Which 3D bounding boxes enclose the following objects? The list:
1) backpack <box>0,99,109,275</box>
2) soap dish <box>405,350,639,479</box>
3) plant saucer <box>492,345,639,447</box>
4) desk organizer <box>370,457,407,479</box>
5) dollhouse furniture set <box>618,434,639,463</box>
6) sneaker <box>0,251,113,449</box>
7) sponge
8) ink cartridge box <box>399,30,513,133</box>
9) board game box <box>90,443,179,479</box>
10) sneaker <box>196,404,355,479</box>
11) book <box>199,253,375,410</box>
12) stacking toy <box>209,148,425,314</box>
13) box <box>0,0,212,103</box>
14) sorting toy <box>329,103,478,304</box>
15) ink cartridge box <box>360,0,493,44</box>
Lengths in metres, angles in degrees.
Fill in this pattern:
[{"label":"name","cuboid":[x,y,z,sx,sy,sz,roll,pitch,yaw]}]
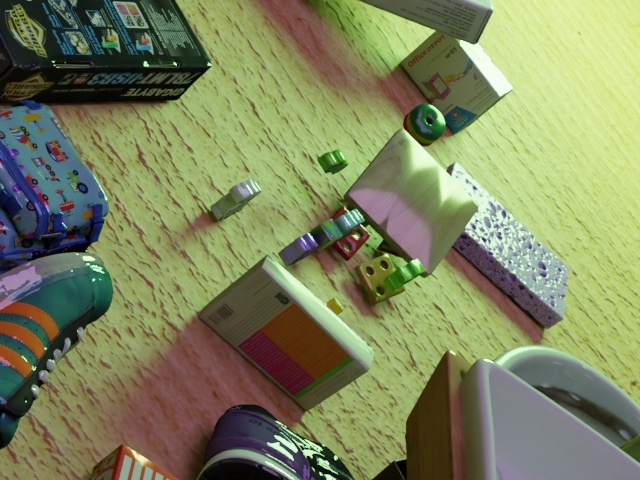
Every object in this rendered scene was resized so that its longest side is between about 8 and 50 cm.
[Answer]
[{"label":"backpack","cuboid":[-0.287,-0.031,1.420,0.173,0.117,0.158,-13,67,-53]},{"label":"soap dish","cuboid":[0.196,0.262,1.524,0.291,0.118,0.229,36,35,-29]},{"label":"plant saucer","cuboid":[0.278,0.305,1.799,0.400,0.100,0.400,32,36,-27]},{"label":"desk organizer","cuboid":[0.098,0.273,1.619,0.047,0.050,0.130,-5,58,-45]},{"label":"dollhouse furniture set","cuboid":[0.440,0.298,1.727,0.151,0.197,0.301,-15,70,-54]},{"label":"sneaker","cuboid":[-0.260,0.104,1.332,0.302,0.108,0.121,-26,79,-50]},{"label":"sponge","cuboid":[0.222,0.006,2.104,0.210,0.031,0.117,42,32,-15]},{"label":"ink cartridge box","cuboid":[0.176,-0.215,2.221,0.122,0.088,0.052,53,34,4]},{"label":"board game box","cuboid":[-0.131,0.278,1.362,0.146,0.045,0.193,36,34,-23]},{"label":"sneaker","cuboid":[0.020,0.246,1.536,0.283,0.107,0.124,40,27,-16]},{"label":"book","cuboid":[-0.033,0.092,1.632,0.144,0.096,0.035,43,33,-14]},{"label":"stacking toy","cuboid":[0.000,0.000,1.795,0.221,0.052,0.167,-24,78,-51]},{"label":"box","cuboid":[-0.283,-0.275,1.718,0.293,0.073,0.295,-10,65,-54]},{"label":"sorting toy","cuboid":[0.092,-0.032,1.943,0.132,0.046,0.274,44,50,-7]},{"label":"ink cartridge box","cuboid":[0.085,-0.374,2.219,0.275,0.060,0.239,20,29,-9]}]
